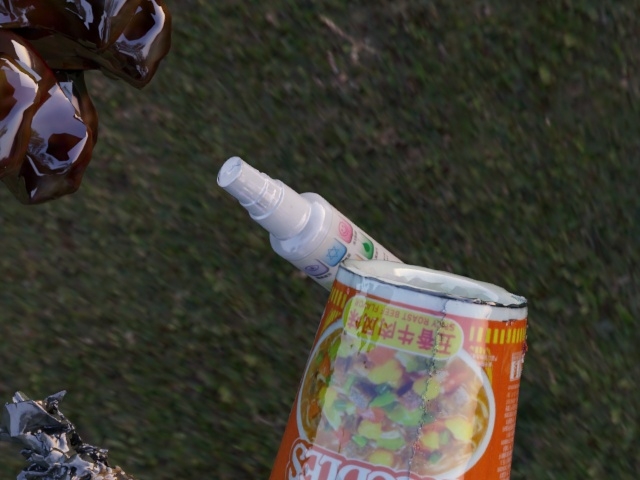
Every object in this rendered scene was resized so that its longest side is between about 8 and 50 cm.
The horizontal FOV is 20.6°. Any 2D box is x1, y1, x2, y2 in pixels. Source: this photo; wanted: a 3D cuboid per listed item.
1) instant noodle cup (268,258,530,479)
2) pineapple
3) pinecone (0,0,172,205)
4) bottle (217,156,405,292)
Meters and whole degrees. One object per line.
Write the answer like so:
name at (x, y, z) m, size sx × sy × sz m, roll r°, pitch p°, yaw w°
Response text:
instant noodle cup at (0.057, 0.128, 1.166) m, size 0.193 × 0.193 × 0.212 m, roll 13°, pitch 96°, yaw 18°
pineapple at (-0.265, 0.255, 1.905) m, size 0.237 × 0.111 × 0.119 m, roll 42°, pitch 95°, yaw 20°
pinecone at (-0.254, -0.172, 0.980) m, size 0.397 × 0.398 × 0.398 m, roll -4°, pitch 75°, yaw 14°
bottle at (0.000, 0.000, 1.394) m, size 0.060 × 0.217 × 0.060 m, roll -25°, pitch 46°, yaw 29°
